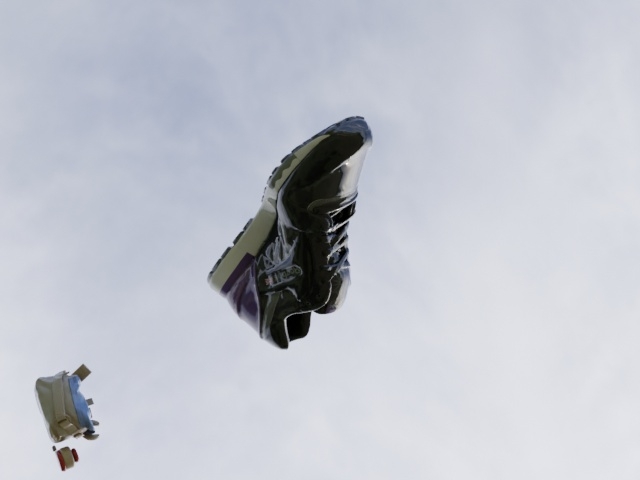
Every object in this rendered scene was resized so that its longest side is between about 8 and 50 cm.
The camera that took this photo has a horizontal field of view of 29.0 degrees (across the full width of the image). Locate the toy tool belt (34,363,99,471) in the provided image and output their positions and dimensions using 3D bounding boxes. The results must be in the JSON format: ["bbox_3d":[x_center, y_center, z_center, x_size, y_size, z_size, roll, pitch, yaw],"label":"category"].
[{"bbox_3d":[-0.210,0.151,1.060,0.051,0.052,0.083,-17,-102,-19],"label":"toy tool belt"}]

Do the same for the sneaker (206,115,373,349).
[{"bbox_3d":[0.000,0.000,1.222,0.124,0.107,0.283,49,-44,15],"label":"sneaker"}]
